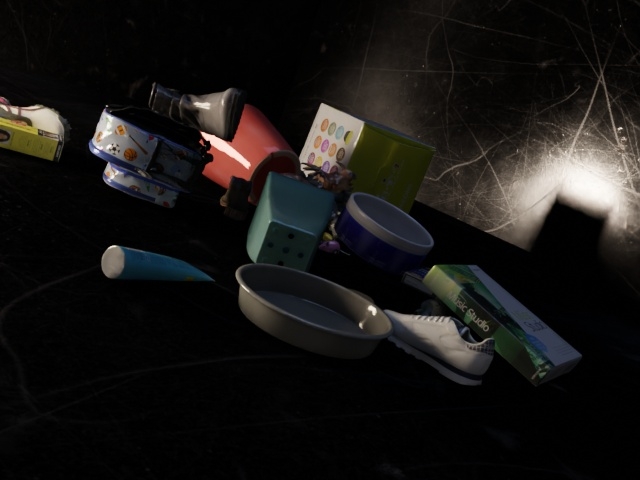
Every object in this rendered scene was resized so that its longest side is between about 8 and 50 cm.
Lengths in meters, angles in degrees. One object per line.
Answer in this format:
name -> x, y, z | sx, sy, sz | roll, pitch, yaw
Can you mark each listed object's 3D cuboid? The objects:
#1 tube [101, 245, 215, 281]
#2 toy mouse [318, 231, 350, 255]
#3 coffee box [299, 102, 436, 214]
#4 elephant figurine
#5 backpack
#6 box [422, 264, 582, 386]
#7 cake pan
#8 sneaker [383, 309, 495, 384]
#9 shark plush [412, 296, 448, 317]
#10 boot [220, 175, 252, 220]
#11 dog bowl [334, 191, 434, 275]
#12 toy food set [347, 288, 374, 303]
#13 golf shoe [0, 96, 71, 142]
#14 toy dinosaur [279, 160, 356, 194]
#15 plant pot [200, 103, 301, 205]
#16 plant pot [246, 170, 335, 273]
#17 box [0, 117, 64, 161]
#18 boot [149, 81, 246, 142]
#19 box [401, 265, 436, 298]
tube -> -0.271, 0.044, 1.183 | 0.080, 0.052, 0.207 | 33, 11, 31
toy mouse -> 0.000, 0.000, 1.865 | 0.161, 0.031, 0.143 | 28, 14, 32
coffee box -> 0.150, -0.268, 2.578 | 0.338, 0.337, 0.334 | 14, 14, -33
elephant figurine -> -0.001, -0.108, 2.101 | 0.186, 0.169, 0.239 | -5, 22, 17
backpack -> -0.414, -0.211, 1.680 | 0.263, 0.213, 0.276 | 30, 2, -19
box -> 0.394, 0.171, 1.522 | 0.322, 0.058, 0.232 | 43, 21, 28
cake pan -> -0.016, 0.123, 1.232 | 0.293, 0.054, 0.293 | 20, 12, -4
sneaker -> 0.208, 0.173, 1.289 | 0.235, 0.094, 0.090 | 26, 14, 31
shark plush -> 0.236, 0.164, 1.542 | 0.067, 0.073, 0.161 | -1, 19, 23
boot -> -0.216, -0.128, 1.892 | 0.082, 0.106, 0.219 | 17, 12, -16
dog bowl -> 0.175, -0.019, 1.944 | 0.265, 0.104, 0.265 | 27, 20, -11
toy food set -> 0.075, 0.123, 1.464 | 0.083, 0.020, 0.083 | 11, 15, -37
golf shoe -> -0.772, -0.292, 1.776 | 0.273, 0.105, 0.120 | 16, 27, 5
toy dinosaur -> -0.059, -0.136, 1.909 | 0.296, 0.200, 0.127 | 9, -1, -40
plant pot -> -0.206, -0.242, 2.124 | 0.275, 0.274, 0.243 | 7, 28, -49
plant pot -> -0.071, -0.023, 1.551 | 0.166, 0.165, 0.234 | 19, 20, -6
box -> -0.742, -0.253, 1.686 | 0.232, 0.058, 0.087 | 15, 14, -25
boot -> -0.306, -0.319, 1.692 | 0.223, 0.118, 0.338 | 18, -7, -13
box -> 0.311, 0.114, 1.873 | 0.137, 0.036, 0.225 | 25, 11, 19
